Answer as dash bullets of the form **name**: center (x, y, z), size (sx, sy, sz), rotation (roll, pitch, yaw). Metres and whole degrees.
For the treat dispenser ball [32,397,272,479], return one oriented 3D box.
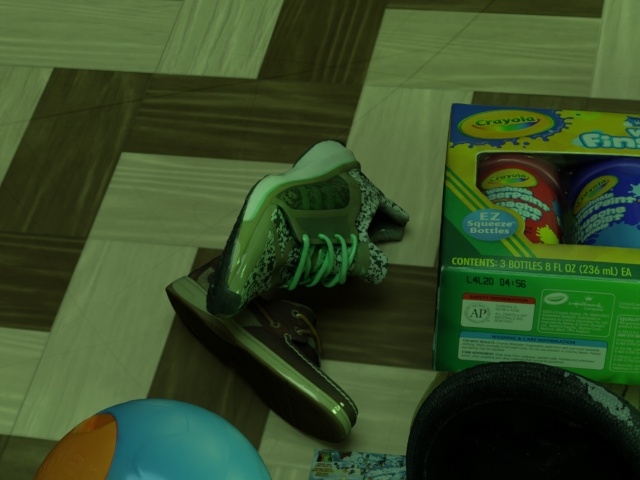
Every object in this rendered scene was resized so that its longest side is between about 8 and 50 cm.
- **treat dispenser ball**: center (-0.187, 0.322, 1.815), size (0.288, 0.288, 0.288), rotation (-5, 50, 6)

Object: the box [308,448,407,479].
- **box**: center (0.052, 0.301, 1.958), size (0.137, 0.027, 0.094), rotation (3, 50, 13)

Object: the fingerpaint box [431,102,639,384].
- **fingerpaint box**: center (0.367, -0.001, 1.970), size (0.445, 0.163, 0.371), rotation (4, 35, 5)

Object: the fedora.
- **fedora**: center (0.269, 0.267, 1.840), size (0.334, 0.334, 0.152), rotation (24, 24, 27)

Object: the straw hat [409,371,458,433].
- **straw hat**: center (0.176, 0.208, 1.987), size (0.061, 0.144, 0.144), rotation (33, 52, -18)

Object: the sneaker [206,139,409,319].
- **sneaker**: center (0.000, 0.000, 2.084), size (0.182, 0.158, 0.410), rotation (29, 34, 12)

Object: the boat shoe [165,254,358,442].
- **boat shoe**: center (-0.055, 0.124, 2.071), size (0.123, 0.123, 0.342), rotation (-38, 48, -19)
